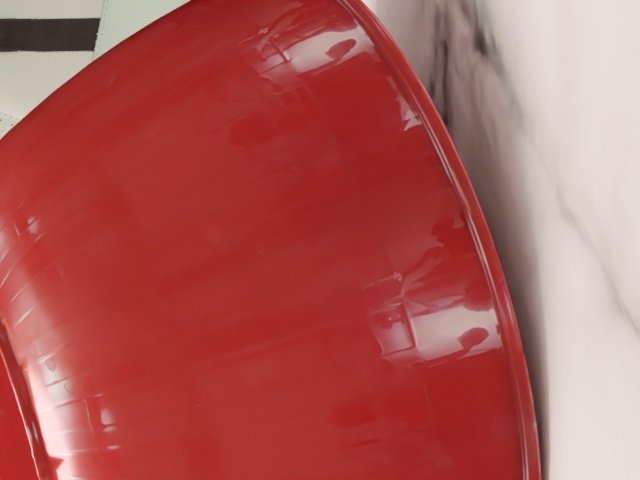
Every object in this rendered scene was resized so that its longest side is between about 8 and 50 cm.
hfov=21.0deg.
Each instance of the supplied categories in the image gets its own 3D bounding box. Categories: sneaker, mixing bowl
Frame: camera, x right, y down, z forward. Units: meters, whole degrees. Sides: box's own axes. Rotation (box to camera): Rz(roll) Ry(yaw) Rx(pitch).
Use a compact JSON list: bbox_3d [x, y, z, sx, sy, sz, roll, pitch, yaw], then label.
[{"bbox_3d":[-0.115,-0.157,0.755,0.094,0.151,0.256,104,158,-68],"label":"sneaker"},{"bbox_3d":[-0.034,0.028,0.425,0.181,0.098,0.181,164,90,-70],"label":"mixing bowl"}]
